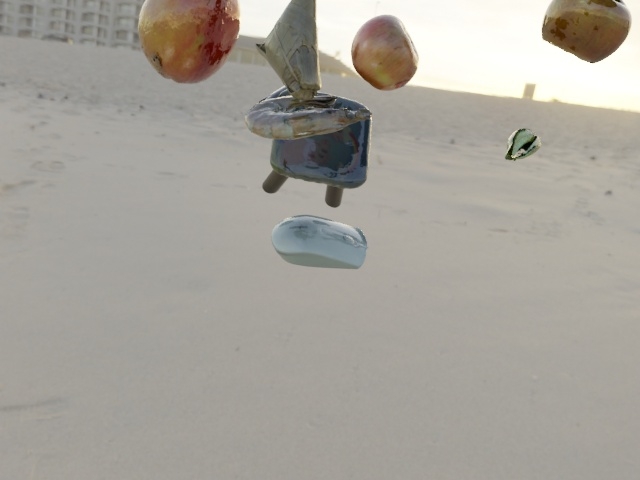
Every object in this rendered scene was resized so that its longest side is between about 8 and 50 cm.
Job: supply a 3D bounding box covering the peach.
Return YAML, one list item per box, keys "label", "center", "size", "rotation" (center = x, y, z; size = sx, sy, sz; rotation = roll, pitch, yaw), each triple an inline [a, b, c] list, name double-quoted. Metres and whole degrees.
- label: "peach"
  center: [-0.402, -0.683, 1.790]
  size: [0.290, 0.373, 0.372]
  rotation: [33, 15, 6]

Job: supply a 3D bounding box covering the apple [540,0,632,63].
- label: "apple"
  center: [0.755, -0.620, 1.641]
  size: [0.237, 0.207, 0.237]
  rotation: [15, 47, -17]

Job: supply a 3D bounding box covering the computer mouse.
- label: "computer mouse"
  center: [0.000, 0.000, 1.331]
  size: [0.231, 0.079, 0.128]
  rotation: [3, 49, -6]

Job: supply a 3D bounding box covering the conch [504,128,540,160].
- label: "conch"
  center: [0.609, -0.287, 1.715]
  size: [0.095, 0.079, 0.201]
  rotation: [-9, 25, 26]

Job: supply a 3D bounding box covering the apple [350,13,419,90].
- label: "apple"
  center: [0.177, -0.511, 1.575]
  size: [0.164, 0.209, 0.209]
  rotation: [-27, -4, 24]

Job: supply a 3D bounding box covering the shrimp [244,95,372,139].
- label: "shrimp"
  center: [-0.028, -0.257, 1.173]
  size: [0.254, 0.059, 0.145]
  rotation: [-9, 41, 0]

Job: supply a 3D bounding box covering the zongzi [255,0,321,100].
- label: "zongzi"
  center: [-0.023, -0.356, 1.014]
  size: [0.078, 0.176, 0.160]
  rotation: [-3, 52, -50]

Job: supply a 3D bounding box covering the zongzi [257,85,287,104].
- label: "zongzi"
  center: [-0.093, -0.440, 1.947]
  size: [0.241, 0.111, 0.247]
  rotation: [24, 53, 35]

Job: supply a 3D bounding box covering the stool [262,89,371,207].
- label: "stool"
  center: [-0.014, -0.287, 1.825]
  size: [0.310, 0.310, 0.226]
  rotation: [10, -20, -10]
